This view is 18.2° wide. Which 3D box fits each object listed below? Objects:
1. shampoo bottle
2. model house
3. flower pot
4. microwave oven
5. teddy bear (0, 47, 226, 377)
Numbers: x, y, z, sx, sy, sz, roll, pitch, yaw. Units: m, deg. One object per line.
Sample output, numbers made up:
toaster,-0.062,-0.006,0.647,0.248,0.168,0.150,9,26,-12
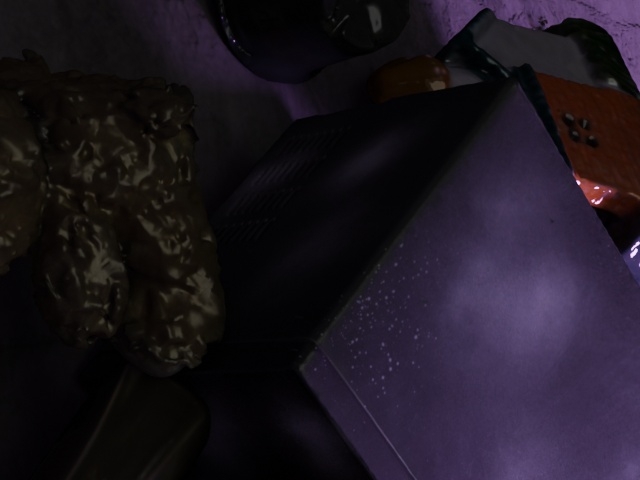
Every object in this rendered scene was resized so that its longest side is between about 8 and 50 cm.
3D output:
shampoo bottle,-0.193,0.230,1.253,0.084,0.125,0.350,35,54,0
model house,0.134,-0.075,1.686,0.300,0.190,0.271,15,45,-38
flower pot,0.002,-0.209,1.622,0.157,0.107,0.157,3,85,-46
microwave oven,0.096,0.144,1.498,0.374,0.236,0.432,-51,119,-34
teddy bear,-0.198,-0.033,1.284,0.256,0.156,0.267,-10,52,-29
